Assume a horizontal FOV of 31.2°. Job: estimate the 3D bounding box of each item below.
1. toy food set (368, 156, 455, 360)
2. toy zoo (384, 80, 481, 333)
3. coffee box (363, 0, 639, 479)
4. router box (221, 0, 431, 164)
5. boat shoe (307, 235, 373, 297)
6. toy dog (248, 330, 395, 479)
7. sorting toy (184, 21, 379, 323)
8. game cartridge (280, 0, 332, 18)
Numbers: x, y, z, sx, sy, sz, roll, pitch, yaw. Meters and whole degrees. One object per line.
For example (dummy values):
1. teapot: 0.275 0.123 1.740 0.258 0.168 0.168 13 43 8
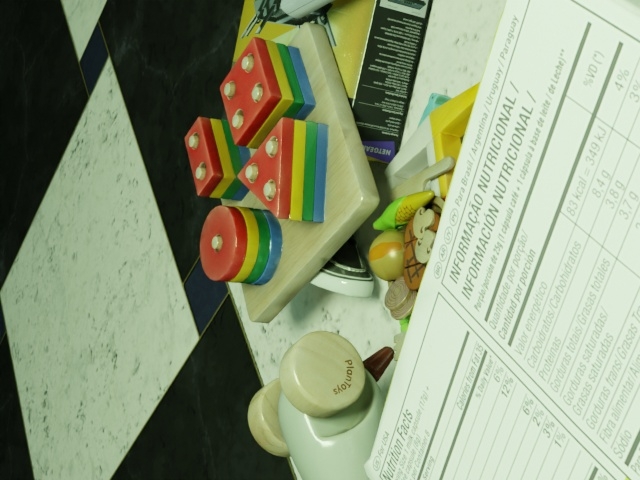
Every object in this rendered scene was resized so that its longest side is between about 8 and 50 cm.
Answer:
1. toy food set: 0.091 0.014 1.157 0.132 0.038 0.192 -33 51 55
2. toy zoo: 0.134 -0.029 1.170 0.192 0.030 0.293 -42 45 50
3. coffee box: 0.275 0.066 0.582 0.334 0.337 0.338 47 135 43
4. router box: 0.001 -0.238 1.394 0.309 0.081 0.243 22 103 56
5. boat shoe: 0.000 0.000 1.355 0.219 0.078 0.070 40 118 54
6. toy dog: 0.063 0.236 1.163 0.220 0.161 0.333 -10 101 59
7. sorting toy: -0.066 -0.078 1.312 0.257 0.089 0.255 -48 47 42
8. game cartridge: 0.057 -0.393 1.266 0.196 0.060 0.294 -22 45 43
